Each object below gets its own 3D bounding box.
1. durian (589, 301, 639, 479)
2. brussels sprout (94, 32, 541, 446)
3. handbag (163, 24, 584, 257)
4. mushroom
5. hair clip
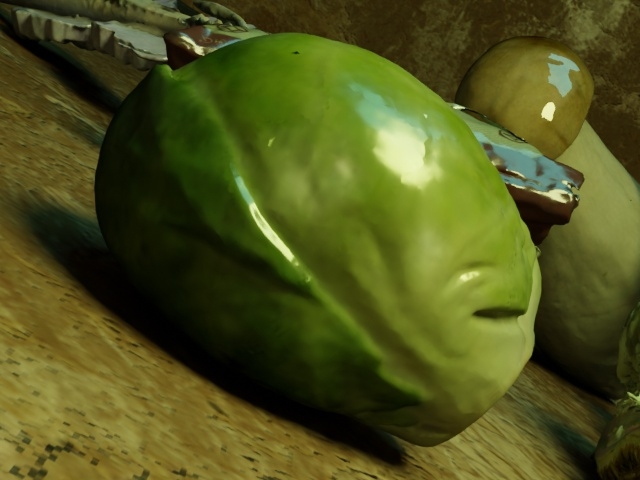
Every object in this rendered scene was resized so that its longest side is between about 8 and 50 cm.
[{"bbox_3d":[0.202,0.082,0.793,0.102,0.146,0.208,22,12,8],"label":"durian"},{"bbox_3d":[-0.001,-0.003,0.583,0.183,0.131,0.145,35,-14,19],"label":"brussels sprout"},{"bbox_3d":[0.016,-0.048,0.893,0.235,0.127,0.213,22,-14,-3],"label":"handbag"},{"bbox_3d":[0.184,0.000,1.098,0.128,0.128,0.350,41,-15,46],"label":"mushroom"},{"bbox_3d":[-0.131,-0.154,1.014,0.106,0.084,0.292,-2,20,-44],"label":"hair clip"}]
